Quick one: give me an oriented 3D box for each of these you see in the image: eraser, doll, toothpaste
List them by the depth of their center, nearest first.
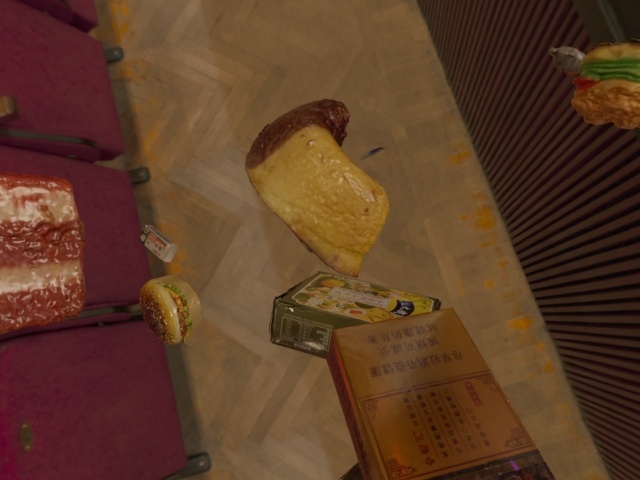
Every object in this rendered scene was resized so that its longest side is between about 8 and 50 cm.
[{"bbox_3d":[0.644,-0.466,1.188,0.062,0.195,0.104,-40,83,24],"label":"doll"},{"bbox_3d":[-0.446,0.007,1.252,0.122,0.029,0.052,33,103,25],"label":"eraser"},{"bbox_3d":[0.144,-0.246,1.285,0.083,0.024,0.015,-17,78,48],"label":"toothpaste"}]

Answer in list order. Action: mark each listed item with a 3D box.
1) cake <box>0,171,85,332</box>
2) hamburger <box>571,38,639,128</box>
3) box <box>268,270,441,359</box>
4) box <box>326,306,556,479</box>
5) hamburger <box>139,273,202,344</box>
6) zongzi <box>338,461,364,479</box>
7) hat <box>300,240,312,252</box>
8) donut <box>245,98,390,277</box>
[{"bbox_3d":[-0.655,0.013,0.964,0.270,0.270,0.319,10,102,54],"label":"cake"},{"bbox_3d":[0.660,-0.316,0.972,0.237,0.237,0.148,14,95,12],"label":"hamburger"},{"bbox_3d":[0.116,0.224,1.306,0.421,0.373,0.138,13,101,16],"label":"box"},{"bbox_3d":[0.188,0.321,0.757,0.265,0.115,0.415,-7,45,-16],"label":"box"},{"bbox_3d":[-0.274,0.127,0.831,0.141,0.081,0.126,19,122,30],"label":"hamburger"},{"bbox_3d":[0.010,0.576,0.863,0.174,0.393,0.355,36,60,-22],"label":"zongzi"},{"bbox_3d":[0.000,0.000,1.043,0.076,0.077,0.059,20,64,48],"label":"hat"},{"bbox_3d":[-0.011,-0.111,0.608,0.112,0.151,0.294,-43,46,26],"label":"donut"}]
